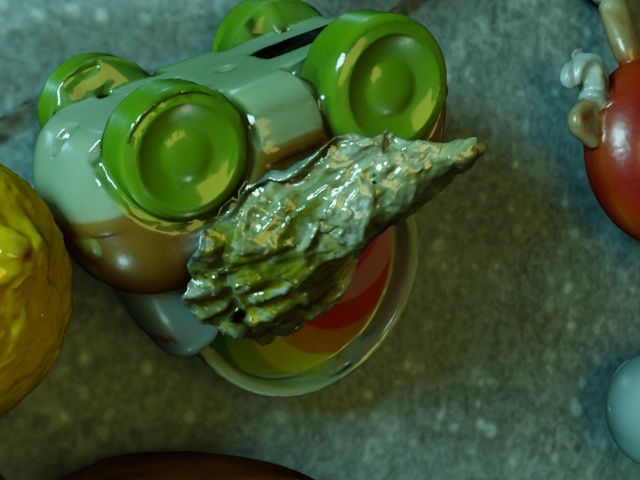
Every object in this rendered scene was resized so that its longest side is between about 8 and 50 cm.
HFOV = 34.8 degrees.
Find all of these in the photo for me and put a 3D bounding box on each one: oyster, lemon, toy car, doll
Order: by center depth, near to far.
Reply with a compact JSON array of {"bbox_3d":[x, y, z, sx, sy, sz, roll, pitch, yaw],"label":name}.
[{"bbox_3d":[-0.198,0.030,0.467,0.187,0.142,0.142,-18,99,17],"label":"lemon"},{"bbox_3d":[0.000,0.000,0.498,0.146,0.121,0.045,-22,62,-22],"label":"oyster"},{"bbox_3d":[-0.032,-0.010,0.569,0.235,0.145,0.235,-10,110,-29],"label":"toy car"},{"bbox_3d":[0.256,0.122,0.706,0.112,0.139,0.112,6,109,-7],"label":"toy car"},{"bbox_3d":[0.237,-0.089,0.721,0.183,0.085,0.217,11,75,-27],"label":"doll"}]

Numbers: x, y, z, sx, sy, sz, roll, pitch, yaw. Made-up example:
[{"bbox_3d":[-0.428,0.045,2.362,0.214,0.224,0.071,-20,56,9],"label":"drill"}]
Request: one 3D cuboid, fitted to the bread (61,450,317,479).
[{"bbox_3d":[-0.058,0.269,0.549,0.327,0.114,0.295,45,71,-19],"label":"bread"}]
